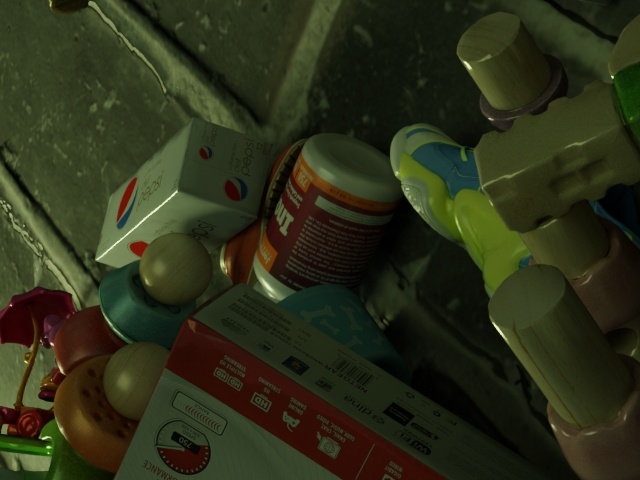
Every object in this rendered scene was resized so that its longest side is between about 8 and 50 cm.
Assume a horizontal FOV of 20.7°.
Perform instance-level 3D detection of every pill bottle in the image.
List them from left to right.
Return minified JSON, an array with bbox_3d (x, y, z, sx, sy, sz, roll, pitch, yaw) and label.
[{"bbox_3d":[0.000,0.000,1.358,0.086,0.086,0.152,49,123,42],"label":"pill bottle"}]

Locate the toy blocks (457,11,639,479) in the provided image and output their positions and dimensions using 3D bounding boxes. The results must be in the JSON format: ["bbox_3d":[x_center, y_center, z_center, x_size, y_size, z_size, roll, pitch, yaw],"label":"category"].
[{"bbox_3d":[0.253,-0.016,0.969,0.289,0.260,0.309,-26,37,17],"label":"toy blocks"}]

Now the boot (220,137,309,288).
[{"bbox_3d":[-0.042,-0.021,1.439,0.084,0.059,0.158,45,122,49],"label":"boot"}]

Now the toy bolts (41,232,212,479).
[{"bbox_3d":[-0.114,0.110,1.413,0.158,0.218,0.228,-53,31,35],"label":"toy bolts"}]

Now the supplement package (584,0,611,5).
[{"bbox_3d":[0.104,-0.281,1.198,0.194,0.149,0.203,22,104,50],"label":"supplement package"}]

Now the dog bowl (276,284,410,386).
[{"bbox_3d":[-0.029,0.177,1.329,0.074,0.166,0.297,39,117,33],"label":"dog bowl"}]

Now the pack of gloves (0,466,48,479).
[{"bbox_3d":[-0.224,0.250,1.335,0.046,0.232,0.195,130,140,-50],"label":"pack of gloves"}]

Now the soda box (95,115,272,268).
[{"bbox_3d":[-0.118,-0.030,1.473,0.216,0.074,0.069,-34,42,60],"label":"soda box"}]

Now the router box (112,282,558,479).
[{"bbox_3d":[0.010,0.242,1.196,0.335,0.082,0.301,31,116,12],"label":"router box"}]

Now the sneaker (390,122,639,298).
[{"bbox_3d":[0.145,-0.029,1.197,0.126,0.091,0.240,-48,49,15],"label":"sneaker"}]

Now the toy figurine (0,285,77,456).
[{"bbox_3d":[-0.261,0.123,1.675,0.173,0.130,0.159,0,77,30],"label":"toy figurine"}]

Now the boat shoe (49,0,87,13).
[{"bbox_3d":[-0.234,-0.290,1.704,0.152,0.056,0.049,-55,53,34],"label":"boat shoe"}]
